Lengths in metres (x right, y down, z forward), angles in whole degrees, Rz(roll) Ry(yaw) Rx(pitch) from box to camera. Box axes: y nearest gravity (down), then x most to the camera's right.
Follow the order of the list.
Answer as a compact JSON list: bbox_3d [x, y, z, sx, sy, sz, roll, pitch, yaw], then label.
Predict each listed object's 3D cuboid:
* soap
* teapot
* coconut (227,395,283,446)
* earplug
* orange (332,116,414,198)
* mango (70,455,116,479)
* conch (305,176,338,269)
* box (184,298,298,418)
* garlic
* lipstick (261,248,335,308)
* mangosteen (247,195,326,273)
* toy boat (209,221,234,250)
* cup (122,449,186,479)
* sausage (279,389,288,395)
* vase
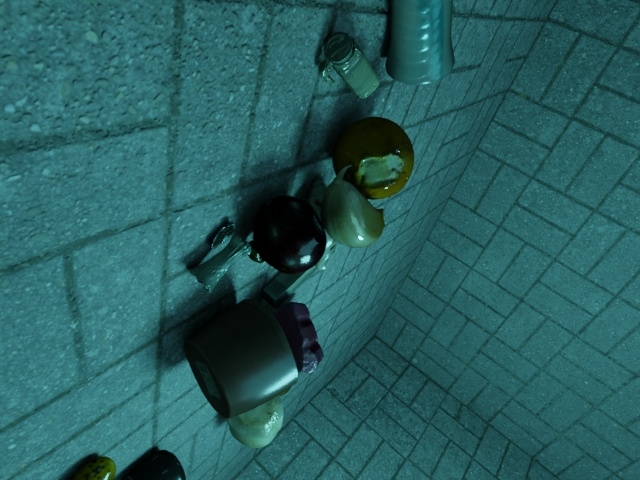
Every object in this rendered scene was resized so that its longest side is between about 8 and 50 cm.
[{"bbox_3d":[-0.086,0.344,1.486,0.128,0.232,0.359,-21,169,1],"label":"soap"},{"bbox_3d":[0.063,-0.404,1.002,0.107,0.077,0.200,-39,163,16],"label":"teapot"},{"bbox_3d":[-0.279,0.768,1.846,0.245,0.245,0.247,-40,156,-31],"label":"coconut"},{"bbox_3d":[0.247,-0.570,1.021,0.185,0.185,0.324,-46,151,-20],"label":"earplug"},{"bbox_3d":[0.150,-0.234,1.214,0.240,0.240,0.240,-44,157,-25],"label":"orange"},{"bbox_3d":[-0.637,0.673,1.152,0.178,0.090,0.115,-47,167,4],"label":"mango"},{"bbox_3d":[-0.004,-0.049,1.297,0.149,0.183,0.274,16,101,-24],"label":"conch"},{"bbox_3d":[-0.236,0.338,1.205,0.216,0.301,0.300,-24,145,-35],"label":"box"},{"bbox_3d":[0.083,-0.072,1.135,0.164,0.145,0.245,-53,139,-8],"label":"garlic"},{"bbox_3d":[-0.072,0.104,1.490,0.317,0.068,0.066,-43,157,-27],"label":"lipstick"},{"bbox_3d":[-0.093,-0.008,1.101,0.216,0.216,0.216,-44,157,-25],"label":"mangosteen"},{"bbox_3d":[-0.237,-0.009,1.018,0.083,0.038,0.038,-50,158,-13],"label":"toy boat"},{"bbox_3d":[-0.578,0.833,1.440,0.177,0.169,0.223,-23,174,-47],"label":"cup"},{"bbox_3d":[-0.187,0.585,1.910,0.136,0.123,0.500,-16,147,-13],"label":"sausage"},{"bbox_3d":[-0.240,0.051,1.033,0.149,0.081,0.081,-44,157,-18],"label":"vase"}]
